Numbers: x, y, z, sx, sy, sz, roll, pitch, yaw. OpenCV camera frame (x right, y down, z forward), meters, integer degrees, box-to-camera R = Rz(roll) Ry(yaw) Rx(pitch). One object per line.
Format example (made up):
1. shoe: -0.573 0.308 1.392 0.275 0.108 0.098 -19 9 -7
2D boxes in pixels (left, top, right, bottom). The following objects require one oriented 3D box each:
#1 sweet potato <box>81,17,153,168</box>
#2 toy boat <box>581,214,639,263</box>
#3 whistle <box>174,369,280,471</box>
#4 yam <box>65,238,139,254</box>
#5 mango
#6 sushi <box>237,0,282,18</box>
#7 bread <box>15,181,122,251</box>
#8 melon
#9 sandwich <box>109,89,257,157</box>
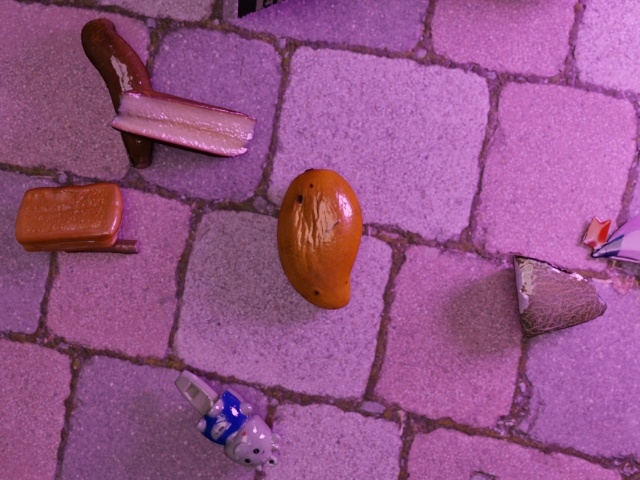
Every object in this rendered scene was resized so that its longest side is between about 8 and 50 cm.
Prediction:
1. sweet potato: -0.366 -0.279 1.163 0.112 0.085 0.286 -12 102 39
2. toy boat: 0.651 0.002 1.086 0.318 0.072 0.219 32 96 14
3. whistle: -0.174 0.334 1.139 0.244 0.092 0.110 42 105 2
4. yam: -0.421 0.011 1.188 0.145 0.032 0.032 0 91 5
5. mango: 0.000 -0.001 1.112 0.157 0.109 0.262 -4 92 1
6. sushi: -0.016 -0.595 1.091 0.296 0.100 0.373 5 92 49
7. bread: -0.467 -0.041 1.159 0.200 0.077 0.116 -4 63 4
8. melon: 0.398 0.110 1.089 0.202 0.093 0.140 28 90 -4
9. sandwich: -0.251 -0.213 1.121 0.258 0.096 0.094 10 97 -30
